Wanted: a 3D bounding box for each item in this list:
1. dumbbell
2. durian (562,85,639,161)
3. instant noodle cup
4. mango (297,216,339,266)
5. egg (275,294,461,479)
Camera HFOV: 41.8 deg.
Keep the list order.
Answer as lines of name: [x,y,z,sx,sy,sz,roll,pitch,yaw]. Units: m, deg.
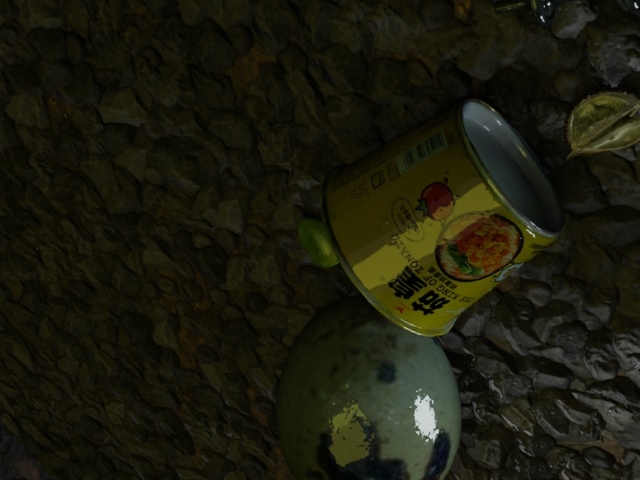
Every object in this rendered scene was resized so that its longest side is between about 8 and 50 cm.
dumbbell: [0.354,-0.338,1.128,0.254,0.110,0.110,-4,119,37]
durian: [0.407,-0.171,1.227,0.110,0.071,0.140,41,118,-8]
instant noodle cup: [0.197,-0.049,1.288,0.254,0.325,0.325,-37,99,31]
mango: [0.000,0.000,1.576,0.108,0.056,0.073,44,125,-1]
egg: [0.090,0.304,1.547,0.345,0.345,0.428,11,111,22]
